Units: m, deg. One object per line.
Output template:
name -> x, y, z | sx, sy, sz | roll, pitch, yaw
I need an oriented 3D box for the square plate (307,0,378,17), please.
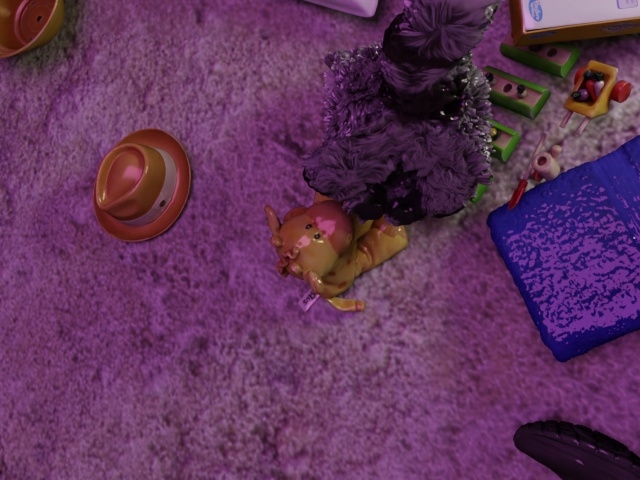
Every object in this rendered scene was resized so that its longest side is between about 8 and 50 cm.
square plate -> -0.034, -0.538, 1.147 | 0.347, 0.049, 0.343 | 23, 111, 30

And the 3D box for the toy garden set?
toy garden set -> 0.260, -0.160, 1.018 | 0.204, 0.049, 0.244 | 37, 94, 42

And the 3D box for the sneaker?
sneaker -> 0.355, 0.310, 0.909 | 0.286, 0.109, 0.130 | 25, 96, 24

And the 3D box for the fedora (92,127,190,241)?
fedora -> -0.303, -0.094, 1.238 | 0.194, 0.079, 0.194 | -4, 80, 21

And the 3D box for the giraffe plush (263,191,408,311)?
giraffe plush -> 0.000, 0.000, 1.057 | 0.181, 0.170, 0.210 | 26, 90, 22

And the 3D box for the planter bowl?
planter bowl -> -0.523, -0.408, 1.369 | 0.217, 0.090, 0.217 | -4, 79, 20

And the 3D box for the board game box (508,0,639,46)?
board game box -> 0.394, -0.385, 0.972 | 0.317, 0.064, 0.242 | -5, 87, 4

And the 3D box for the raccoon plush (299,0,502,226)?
raccoon plush -> 0.129, -0.227, 0.937 | 0.216, 0.446, 0.299 | 16, 52, -17

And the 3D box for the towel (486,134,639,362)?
towel -> 0.390, -0.003, 0.970 | 0.308, 0.076, 0.227 | -27, 65, 15
